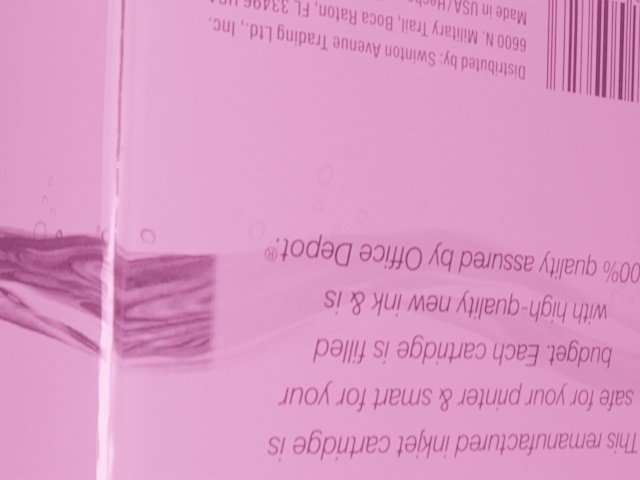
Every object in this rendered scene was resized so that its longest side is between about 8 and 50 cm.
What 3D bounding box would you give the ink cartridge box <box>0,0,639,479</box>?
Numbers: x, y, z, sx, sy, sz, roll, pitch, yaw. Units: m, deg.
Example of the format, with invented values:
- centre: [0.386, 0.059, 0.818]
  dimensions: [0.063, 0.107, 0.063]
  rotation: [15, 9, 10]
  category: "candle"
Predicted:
- centre: [0.000, 0.000, 0.495]
  dimensions: [0.117, 0.207, 0.283]
  rotation: [-1, 86, 51]
  category: "ink cartridge box"
